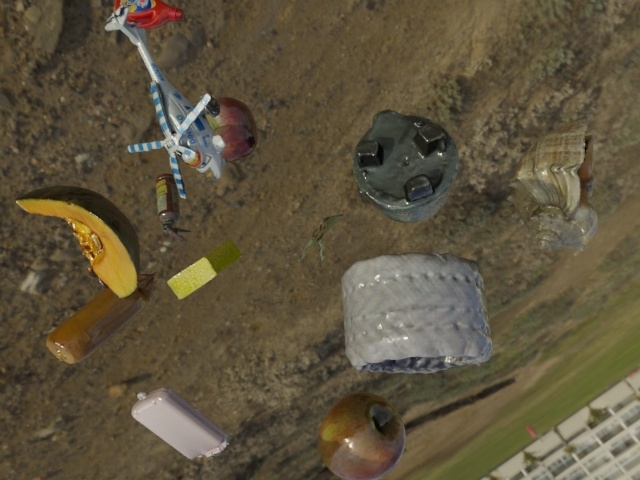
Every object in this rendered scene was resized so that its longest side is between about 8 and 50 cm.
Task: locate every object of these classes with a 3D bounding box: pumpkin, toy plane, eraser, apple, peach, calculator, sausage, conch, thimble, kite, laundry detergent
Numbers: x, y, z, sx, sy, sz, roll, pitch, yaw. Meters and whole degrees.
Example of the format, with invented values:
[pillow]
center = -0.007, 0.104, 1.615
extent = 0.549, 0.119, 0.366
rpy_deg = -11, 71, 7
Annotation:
[pumpkin]
center = -0.464, -0.042, 1.199
extent = 0.169, 0.312, 0.148
rpy_deg = -38, -167, 37
[toy plane]
center = -0.238, -0.215, 0.883
extent = 0.182, 0.273, 0.107
rpy_deg = -42, 177, 34
[eraser]
center = -0.212, 0.052, 1.045
extent = 0.097, 0.045, 0.122
rpy_deg = -32, -175, 20
[apple]
center = 0.089, 0.440, 1.258
extent = 0.188, 0.188, 0.174
rpy_deg = 1, 144, -47
[peach]
center = -0.210, -0.260, 1.330
extent = 0.152, 0.152, 0.152
rpy_deg = -26, 150, -16
[calculator]
center = -0.231, 0.301, 0.924
extent = 0.100, 0.032, 0.175
rpy_deg = -33, 112, 32
[sausage]
center = -0.534, 0.180, 1.431
extent = 0.328, 0.112, 0.112
rpy_deg = -47, 166, -44
[conch]
center = 0.564, -0.148, 1.373
extent = 0.210, 0.352, 0.297
rpy_deg = 1, 152, 16
[thimble]
center = 0.150, 0.120, 0.879
extent = 0.217, 0.157, 0.246
rpy_deg = -18, 156, 41
[kite]
center = -0.001, -0.001, 1.734
extent = 0.012, 0.250, 0.229
rpy_deg = 34, 114, -17
[laundry detergent]
center = -0.426, -0.566, 1.408
extent = 0.165, 0.097, 0.049
rpy_deg = 6, 160, -2

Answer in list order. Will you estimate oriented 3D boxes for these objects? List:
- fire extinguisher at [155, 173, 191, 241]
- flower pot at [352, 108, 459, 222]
[fire extinguisher]
center = -0.505, -0.110, 1.940
extent = 0.106, 0.252, 0.075
rpy_deg = -7, 152, -12
[flower pot]
center = 0.224, -0.210, 1.549
extent = 0.299, 0.299, 0.283
rpy_deg = -36, 163, 3
